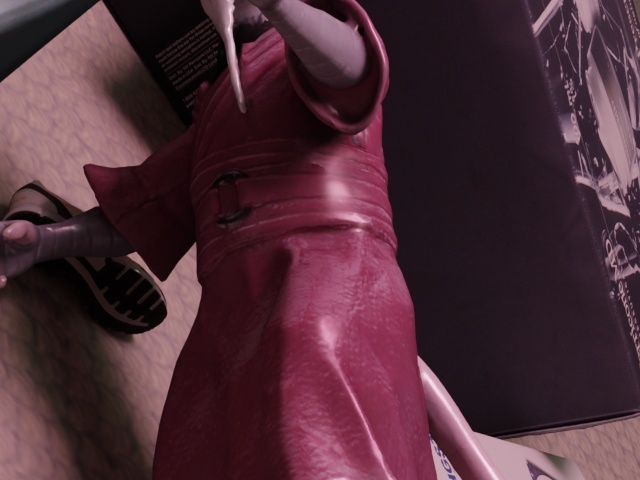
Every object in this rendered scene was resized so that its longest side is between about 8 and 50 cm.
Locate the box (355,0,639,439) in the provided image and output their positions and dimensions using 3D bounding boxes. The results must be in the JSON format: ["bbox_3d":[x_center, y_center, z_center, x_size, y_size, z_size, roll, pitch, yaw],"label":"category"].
[{"bbox_3d":[0.109,-0.085,1.272,0.312,0.179,0.343,-54,128,-62],"label":"box"}]

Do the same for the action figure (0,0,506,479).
[{"bbox_3d":[0.000,0.000,0.906,0.275,0.248,0.370,13,64,-36],"label":"action figure"}]

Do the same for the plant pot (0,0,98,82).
[{"bbox_3d":[-0.208,-0.127,0.864,0.166,0.165,0.234,51,31,-10],"label":"plant pot"}]

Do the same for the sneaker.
[{"bbox_3d":[-0.120,0.007,1.008,0.109,0.040,0.044,43,21,-28],"label":"sneaker"}]

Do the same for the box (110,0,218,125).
[{"bbox_3d":[-0.054,-0.189,1.373,0.184,0.103,0.261,61,21,5],"label":"box"}]

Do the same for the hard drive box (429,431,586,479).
[{"bbox_3d":[0.106,0.212,1.115,0.232,0.089,0.181,21,38,-56],"label":"hard drive box"}]
